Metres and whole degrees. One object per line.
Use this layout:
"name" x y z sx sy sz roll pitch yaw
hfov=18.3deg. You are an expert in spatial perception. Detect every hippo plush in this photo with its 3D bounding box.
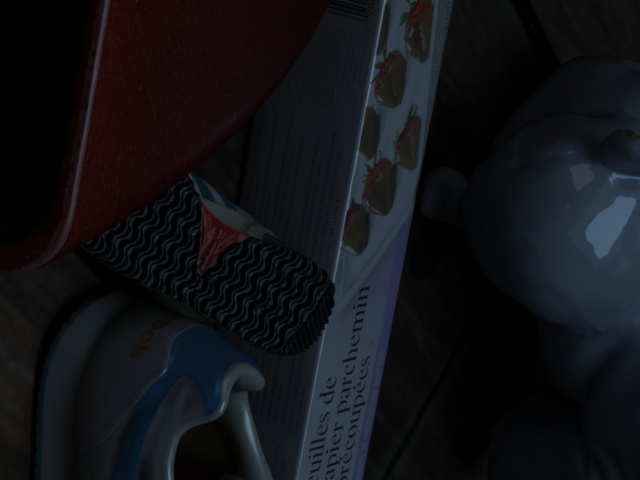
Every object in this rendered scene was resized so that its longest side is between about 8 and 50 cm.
"hippo plush" 0.146 0.035 1.113 0.236 0.234 0.294 53 41 -18

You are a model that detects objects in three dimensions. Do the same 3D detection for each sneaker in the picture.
"sneaker" -0.074 0.139 0.896 0.087 0.092 0.228 -32 132 -46
"sneaker" -0.070 -0.006 0.865 0.161 0.075 0.057 35 83 -28

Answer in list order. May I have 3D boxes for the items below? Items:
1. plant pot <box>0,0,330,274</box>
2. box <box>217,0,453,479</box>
"plant pot" -0.107 -0.163 0.565 0.236 0.267 0.267 -15 119 -67
"box" 0.000 0.000 0.957 0.063 0.067 0.324 -10 113 -53
